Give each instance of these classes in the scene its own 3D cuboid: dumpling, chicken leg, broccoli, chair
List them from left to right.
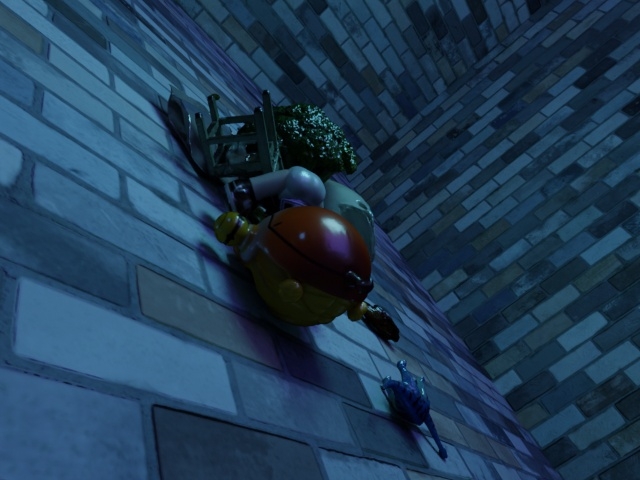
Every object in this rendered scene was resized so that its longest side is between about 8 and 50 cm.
[{"bbox_3d":[-0.160,-0.170,1.020,0.136,0.147,0.270,-88,171,-55],"label":"chair"},{"bbox_3d":[-0.070,-0.230,1.277,0.322,0.283,0.304,19,17,24],"label":"broccoli"},{"bbox_3d":[0.036,-0.055,1.433,0.259,0.342,0.181,81,31,-43],"label":"dumpling"},{"bbox_3d":[0.144,0.205,1.284,0.205,0.053,0.093,53,-13,-19],"label":"chicken leg"}]

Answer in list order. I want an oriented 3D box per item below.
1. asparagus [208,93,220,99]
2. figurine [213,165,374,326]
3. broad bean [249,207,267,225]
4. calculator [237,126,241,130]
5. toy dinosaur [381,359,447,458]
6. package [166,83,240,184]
[{"bbox_3d":[-0.370,-0.497,1.637,0.021,0.025,0.108,57,10,-14],"label":"asparagus"},{"bbox_3d":[-0.028,0.015,0.834,0.320,0.196,0.323,20,33,-40],"label":"figurine"},{"bbox_3d":[-0.089,0.014,1.009,0.318,0.056,0.098,47,21,16],"label":"broad bean"},{"bbox_3d":[-0.233,-0.332,1.654,0.172,0.018,0.057,52,10,18],"label":"calculator"},{"bbox_3d":[0.181,0.327,0.977,0.329,0.077,0.144,54,14,-35],"label":"toy dinosaur"},{"bbox_3d":[-0.264,-0.223,1.110,0.204,0.062,0.250,25,40,-65],"label":"package"}]
